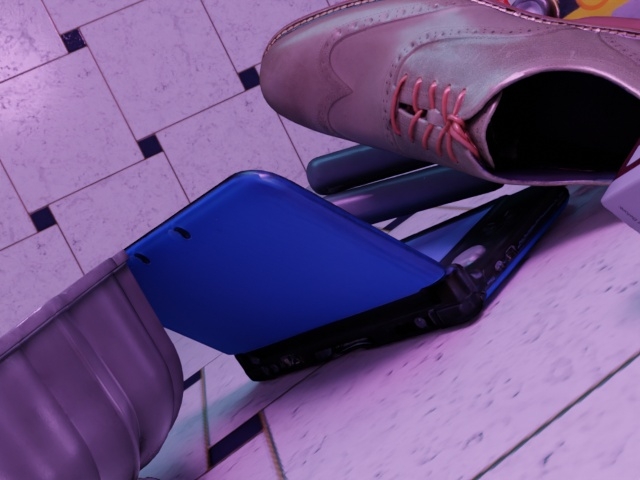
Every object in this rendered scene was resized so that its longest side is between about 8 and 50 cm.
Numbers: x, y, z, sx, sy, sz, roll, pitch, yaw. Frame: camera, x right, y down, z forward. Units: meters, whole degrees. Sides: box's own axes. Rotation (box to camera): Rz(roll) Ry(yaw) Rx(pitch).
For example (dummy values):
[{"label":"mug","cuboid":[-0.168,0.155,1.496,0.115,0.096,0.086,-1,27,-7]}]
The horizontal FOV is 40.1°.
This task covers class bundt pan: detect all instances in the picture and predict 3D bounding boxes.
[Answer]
[{"label":"bundt pan","cuboid":[-0.224,0.156,0.574,0.331,0.124,0.331,-37,6,5]}]

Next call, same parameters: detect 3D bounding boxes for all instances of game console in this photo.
[{"label":"game console","cuboid":[0.000,0.000,0.697,0.250,0.173,0.293,-41,10,-38]}]

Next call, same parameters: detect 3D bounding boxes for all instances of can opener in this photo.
[{"label":"can opener","cuboid":[0.124,-0.078,0.725,0.280,0.074,0.093,-16,-17,10]}]

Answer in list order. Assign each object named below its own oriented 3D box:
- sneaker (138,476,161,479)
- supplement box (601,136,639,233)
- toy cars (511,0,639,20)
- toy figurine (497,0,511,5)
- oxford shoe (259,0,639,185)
[{"label":"sneaker","cuboid":[-0.142,0.203,0.602,0.109,0.040,0.043,-37,23,16]},{"label":"supplement box","cuboid":[0.236,-0.103,0.389,0.239,0.073,0.130,-54,1,-18]},{"label":"toy cars","cuboid":[0.322,-0.195,0.661,0.394,0.087,0.176,-19,-15,-6]},{"label":"toy figurine","cuboid":[0.322,-0.263,0.874,0.217,0.191,0.362,7,-34,-42]},{"label":"oxford shoe","cuboid":[0.095,-0.106,0.609,0.348,0.123,0.130,6,27,26]}]
